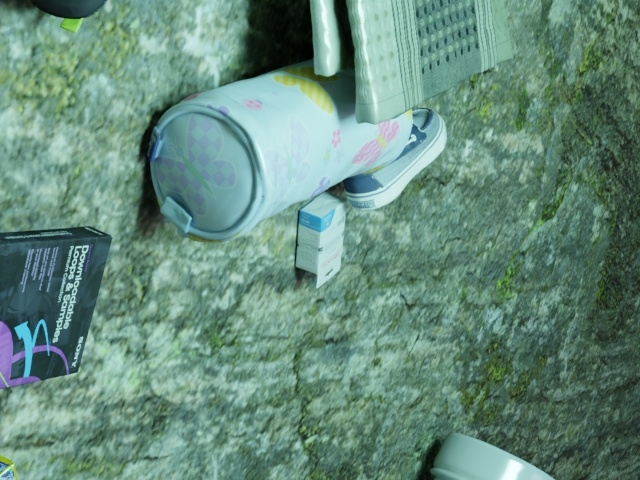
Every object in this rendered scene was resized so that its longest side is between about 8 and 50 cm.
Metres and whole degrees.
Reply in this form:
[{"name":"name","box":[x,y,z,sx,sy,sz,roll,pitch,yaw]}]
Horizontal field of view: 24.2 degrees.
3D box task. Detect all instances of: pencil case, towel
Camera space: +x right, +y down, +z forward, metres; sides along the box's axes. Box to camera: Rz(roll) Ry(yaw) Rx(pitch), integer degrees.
[{"name":"pencil case","box":[-0.027,-0.083,1.265,0.273,0.113,0.124,-29,142,-54]},{"name":"towel","box":[0.073,-0.278,1.299,0.312,0.056,0.324,-31,115,-56]}]

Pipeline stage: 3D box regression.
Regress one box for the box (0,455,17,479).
[{"name":"box","box":[-0.258,0.233,1.120,0.059,0.054,0.169,-44,145,-42]}]

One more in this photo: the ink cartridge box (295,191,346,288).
[{"name":"ink cartridge box","box":[0.000,0.000,1.483,0.048,0.028,0.083,-37,141,-48]}]

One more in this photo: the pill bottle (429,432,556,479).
[{"name":"pill bottle","box":[0.170,0.453,1.974,0.361,0.204,0.204,-63,155,-12]}]

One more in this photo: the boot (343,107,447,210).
[{"name":"boot","box":[0.073,-0.111,1.504,0.190,0.069,0.086,-53,134,-52]}]

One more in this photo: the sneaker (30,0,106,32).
[{"name":"sneaker","box":[-0.144,-0.253,0.969,0.097,0.084,0.235,-63,172,-83]}]

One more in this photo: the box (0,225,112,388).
[{"name":"box","box":[-0.219,0.050,1.083,0.162,0.029,0.116,-8,117,-63]}]
